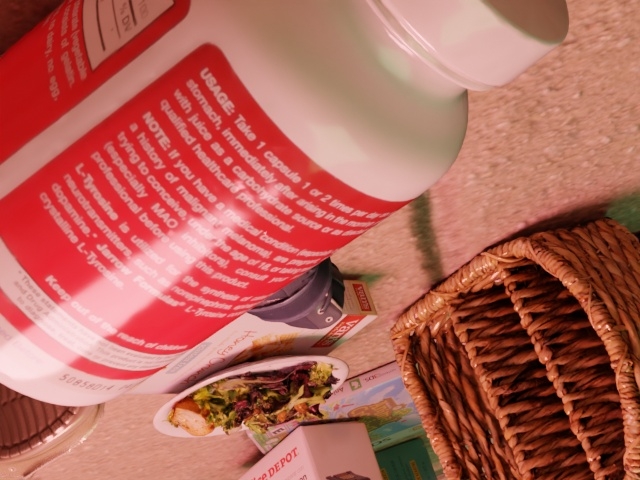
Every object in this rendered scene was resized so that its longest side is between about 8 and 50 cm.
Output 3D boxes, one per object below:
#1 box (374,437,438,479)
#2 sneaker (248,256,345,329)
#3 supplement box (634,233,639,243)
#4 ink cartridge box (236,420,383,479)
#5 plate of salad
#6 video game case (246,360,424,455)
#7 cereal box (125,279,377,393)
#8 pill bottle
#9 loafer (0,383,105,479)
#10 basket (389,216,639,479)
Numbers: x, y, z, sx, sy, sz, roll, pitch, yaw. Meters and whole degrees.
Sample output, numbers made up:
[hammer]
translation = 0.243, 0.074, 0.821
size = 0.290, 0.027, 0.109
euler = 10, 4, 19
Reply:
[box]
translation = 0.031, 0.339, 2.111
size = 0.244, 0.100, 0.060
euler = -19, 154, -4
[sneaker]
translation = -0.001, -0.001, 1.401
size = 0.226, 0.086, 0.163
euler = -24, 146, 30
[supplement box]
translation = 0.379, 0.148, 1.876
size = 0.194, 0.195, 0.356
euler = -13, 154, -16
[ink cartridge box]
translation = 0.004, 0.346, 1.889
size = 0.100, 0.237, 0.172
euler = 3, 147, -36
[plate of salad]
translation = -0.064, 0.162, 1.637
size = 0.200, 0.048, 0.200
euler = -15, 157, -7
[video game case]
translation = 0.025, 0.213, 1.944
size = 0.193, 0.023, 0.212
euler = -22, 155, 2
[cereal box]
translation = -0.086, 0.092, 1.585
size = 0.240, 0.047, 0.173
euler = 4, 147, -42
[pill bottle]
translation = -0.060, -0.082, 1.043
size = 0.408, 0.229, 0.229
euler = -34, 152, 27
[loafer]
translation = -0.286, 0.173, 1.552
size = 0.268, 0.102, 0.092
euler = -26, 157, 34
[basket]
translation = 0.232, 0.144, 1.631
size = 0.223, 0.299, 0.213
euler = -12, 153, -19
